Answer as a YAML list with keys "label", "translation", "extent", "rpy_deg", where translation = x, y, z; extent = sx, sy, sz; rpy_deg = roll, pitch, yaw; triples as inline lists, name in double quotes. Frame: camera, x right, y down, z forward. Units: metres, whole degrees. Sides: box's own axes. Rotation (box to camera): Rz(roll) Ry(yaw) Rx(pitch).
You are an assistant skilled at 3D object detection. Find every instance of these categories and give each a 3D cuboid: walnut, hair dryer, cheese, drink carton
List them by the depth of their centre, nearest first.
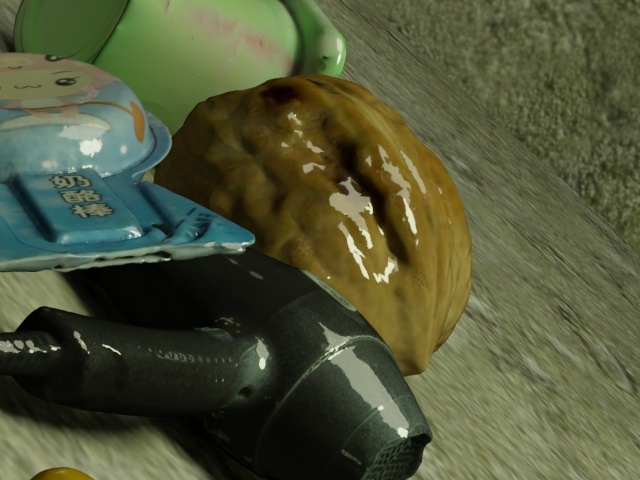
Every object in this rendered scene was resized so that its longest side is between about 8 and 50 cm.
- label: "hair dryer"
  translation: [-0.088, 0.028, 0.823]
  extent: [0.235, 0.091, 0.271]
  rpy_deg: [40, 13, 25]
- label: "cheese"
  translation: [-0.122, -0.036, 0.836]
  extent: [0.135, 0.052, 0.244]
  rpy_deg: [-6, 23, -21]
- label: "walnut"
  translation: [0.000, 0.000, 1.010]
  extent: [0.184, 0.155, 0.155]
  rpy_deg: [50, 13, 28]
- label: "drink carton"
  translation: [-0.096, -0.117, 1.155]
  extent: [0.142, 0.144, 0.146]
  rpy_deg: [20, 25, -40]

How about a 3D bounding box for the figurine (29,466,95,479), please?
- label: "figurine"
  translation: [-0.067, 0.116, 0.493]
  extent: [0.121, 0.122, 0.176]
  rpy_deg: [5, 7, -2]
